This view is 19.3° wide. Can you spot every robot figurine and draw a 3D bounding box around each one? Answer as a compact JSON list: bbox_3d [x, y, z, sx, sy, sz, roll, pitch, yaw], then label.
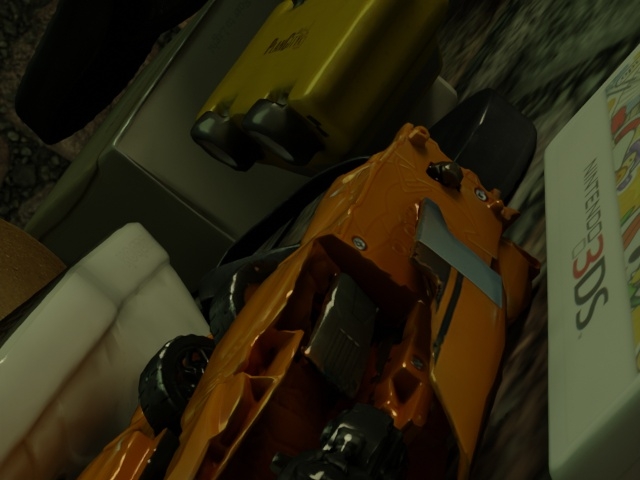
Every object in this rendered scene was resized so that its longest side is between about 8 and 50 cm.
[{"bbox_3d":[-0.028,0.094,0.500,0.211,0.085,0.291,-47,11,35],"label":"robot figurine"}]

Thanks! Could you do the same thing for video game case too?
[{"bbox_3d":[0.135,-0.061,0.459,0.227,0.026,0.206,-49,11,22],"label":"video game case"}]

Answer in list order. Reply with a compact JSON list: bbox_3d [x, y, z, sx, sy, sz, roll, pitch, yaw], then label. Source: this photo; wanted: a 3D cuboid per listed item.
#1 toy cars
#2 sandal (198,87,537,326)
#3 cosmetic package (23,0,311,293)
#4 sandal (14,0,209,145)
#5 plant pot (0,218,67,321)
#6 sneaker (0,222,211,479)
[{"bbox_3d":[0.076,-0.123,0.807,0.394,0.087,0.176,-42,19,37],"label":"toy cars"},{"bbox_3d":[0.001,-0.001,0.790,0.254,0.054,0.097,-41,15,51],"label":"sandal"},{"bbox_3d":[-0.082,-0.056,1.213,0.160,0.113,0.309,-56,9,-19],"label":"cosmetic package"},{"bbox_3d":[-0.094,-0.201,1.331,0.167,0.107,0.446,-44,-7,-36],"label":"sandal"},{"bbox_3d":[-0.189,0.132,0.795,0.237,0.237,0.254,-51,23,10],"label":"plant pot"},{"bbox_3d":[-0.083,0.079,0.678,0.106,0.123,0.290,-36,4,19],"label":"sneaker"}]
